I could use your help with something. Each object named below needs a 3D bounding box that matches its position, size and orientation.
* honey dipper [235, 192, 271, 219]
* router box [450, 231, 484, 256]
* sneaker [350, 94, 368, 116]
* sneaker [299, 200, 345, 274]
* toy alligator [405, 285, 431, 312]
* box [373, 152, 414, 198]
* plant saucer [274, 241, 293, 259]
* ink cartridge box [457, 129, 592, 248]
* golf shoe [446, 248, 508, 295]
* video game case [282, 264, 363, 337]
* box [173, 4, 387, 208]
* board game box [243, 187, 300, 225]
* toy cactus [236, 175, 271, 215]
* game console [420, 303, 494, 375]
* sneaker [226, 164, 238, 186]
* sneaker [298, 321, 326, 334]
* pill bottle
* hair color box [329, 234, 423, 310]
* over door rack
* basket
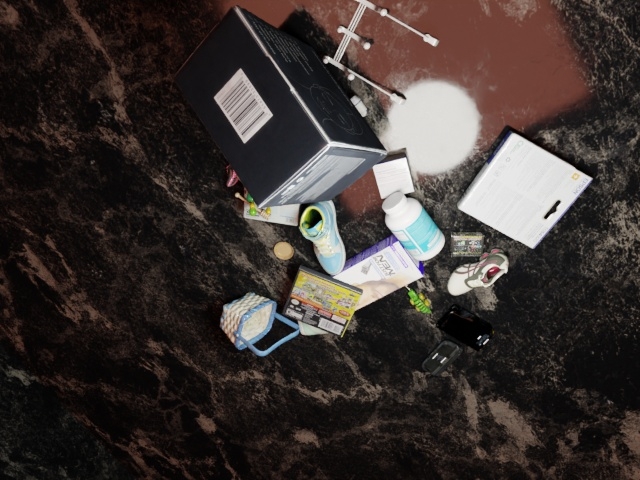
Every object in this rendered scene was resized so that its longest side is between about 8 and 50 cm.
[{"bbox_3d":[-0.263,-0.133,1.869,0.161,0.030,0.030,34,117,-4],"label":"honey dipper"},{"bbox_3d":[0.568,0.014,1.879,0.123,0.038,0.092,0,116,10],"label":"router box"},{"bbox_3d":[0.062,-0.402,1.741,0.258,0.094,0.091,-40,98,24],"label":"sneaker"},{"bbox_3d":[0.000,0.000,1.855,0.127,0.208,0.318,-11,99,19],"label":"sneaker"},{"bbox_3d":[0.399,0.245,2.016,0.056,0.051,0.189,-36,105,23],"label":"toy alligator"},{"bbox_3d":[0.271,-0.240,1.793,0.126,0.072,0.137,-12,114,16],"label":"box"},{"bbox_3d":[-0.154,0.041,2.043,0.084,0.015,0.083,4,117,9],"label":"plant saucer"},{"bbox_3d":[0.723,-0.177,1.741,0.330,0.071,0.324,28,117,-7],"label":"ink cartridge box"},{"bbox_3d":[0.607,0.139,1.889,0.105,0.120,0.273,43,117,-13],"label":"golf shoe"},{"bbox_3d":[0.005,0.254,1.991,0.275,0.035,0.248,22,119,1],"label":"video game case"},{"bbox_3d":[-0.098,-0.379,1.494,0.297,0.472,0.479,-38,80,26],"label":"box"},{"bbox_3d":[-0.178,-0.225,1.874,0.224,0.097,0.303,9,118,5],"label":"board game box"},{"bbox_3d":[-0.228,-0.204,1.799,0.181,0.112,0.218,37,122,13],"label":"toy cactus"},{"bbox_3d":[0.559,0.449,2.092,0.213,0.044,0.361,32,117,-3],"label":"game console"},{"bbox_3d":[-0.352,-0.271,1.920,0.057,0.047,0.119,36,118,17],"label":"sneaker"},{"bbox_3d":[-0.032,0.306,2.104,0.151,0.094,0.255,-4,125,19],"label":"sneaker"},{"bbox_3d":[0.339,-0.058,1.800,0.146,0.146,0.264,-30,120,22],"label":"pill bottle"},{"bbox_3d":[0.223,0.130,1.964,0.339,0.110,0.185,-31,107,24],"label":"hair color box"},{"bbox_3d":[0.196,-0.626,1.600,0.325,0.108,0.239,28,118,-4],"label":"over door rack"},{"bbox_3d":[-0.265,0.363,2.081,0.289,0.255,0.200,26,118,31],"label":"basket"}]
